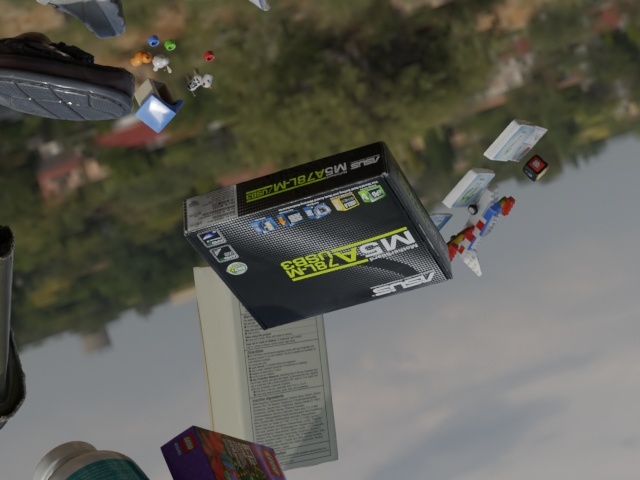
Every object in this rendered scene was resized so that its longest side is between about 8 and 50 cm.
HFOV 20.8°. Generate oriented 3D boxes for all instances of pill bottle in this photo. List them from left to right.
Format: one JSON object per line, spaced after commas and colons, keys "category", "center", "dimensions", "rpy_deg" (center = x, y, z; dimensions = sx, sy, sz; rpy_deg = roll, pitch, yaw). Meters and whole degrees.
{"category": "pill bottle", "center": [-0.240, 0.343, 2.030], "dimensions": [0.146, 0.146, 0.264], "rpy_deg": [-19, -142, -26]}

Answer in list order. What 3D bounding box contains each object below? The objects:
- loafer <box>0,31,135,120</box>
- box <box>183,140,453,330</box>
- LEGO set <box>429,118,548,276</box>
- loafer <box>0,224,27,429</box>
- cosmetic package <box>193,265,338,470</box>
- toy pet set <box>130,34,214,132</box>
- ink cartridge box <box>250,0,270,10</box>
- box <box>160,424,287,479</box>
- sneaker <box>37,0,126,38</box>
{"category": "loafer", "center": [-0.330, -0.191, 1.841], "dimensions": [0.302, 0.095, 0.109], "rpy_deg": [6, 163, 22]}
{"category": "box", "center": [0.000, 0.000, 1.543], "dimensions": [0.190, 0.045, 0.184], "rpy_deg": [-15, 143, 14]}
{"category": "LEGO set", "center": [0.194, -0.045, 1.904], "dimensions": [0.182, 0.060, 0.244], "rpy_deg": [-49, 167, 12]}
{"category": "loafer", "center": [-0.266, 0.030, 1.256], "dimensions": [0.087, 0.251, 0.094], "rpy_deg": [-6, -157, 29]}
{"category": "cosmetic package", "center": [-0.080, 0.181, 2.552], "dimensions": [0.160, 0.309, 0.113], "rpy_deg": [-6, 180, -30]}
{"category": "toy pet set", "center": [-0.206, -0.208, 2.363], "dimensions": [0.122, 0.065, 0.114], "rpy_deg": [9, 136, -48]}
{"category": "ink cartridge box", "center": [-0.148, -0.392, 1.474], "dimensions": [0.071, 0.324, 0.330], "rpy_deg": [-34, -137, -17]}
{"category": "box", "center": [-0.069, 0.371, 2.083], "dimensions": [0.057, 0.293, 0.201], "rpy_deg": [-34, 154, 15]}
{"category": "sneaker", "center": [-0.310, -0.300, 1.816], "dimensions": [0.115, 0.105, 0.281], "rpy_deg": [-32, 133, 15]}
